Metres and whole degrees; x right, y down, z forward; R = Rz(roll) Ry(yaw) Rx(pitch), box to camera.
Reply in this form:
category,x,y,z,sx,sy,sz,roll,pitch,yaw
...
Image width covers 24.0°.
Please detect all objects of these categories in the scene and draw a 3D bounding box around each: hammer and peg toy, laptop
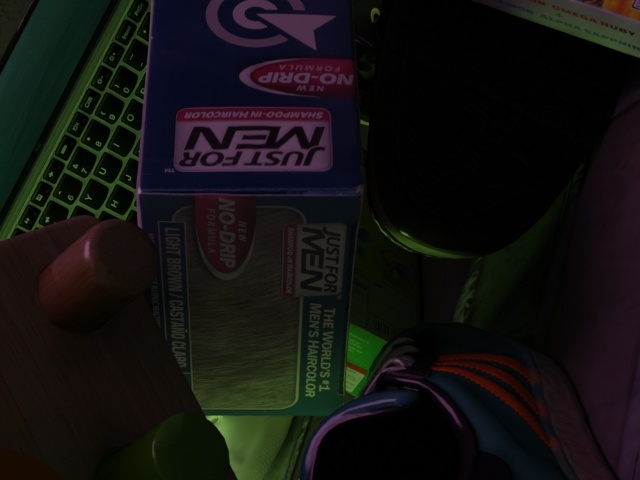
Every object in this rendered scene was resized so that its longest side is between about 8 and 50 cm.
category,x,y,z,sx,sy,sz,roll,pitch,yaw
hammer and peg toy,-0.116,0.183,0.600,0.266,0.361,0.127,-21,-9,-41
laptop,-0.122,-0.027,1.092,0.236,0.408,0.382,22,84,53

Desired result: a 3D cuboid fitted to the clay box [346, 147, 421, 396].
category,x,y,z,sx,sy,sz,roll,pitch,yaw
clay box,0.000,0.000,0.991,0.053,0.127,0.222,-54,17,28

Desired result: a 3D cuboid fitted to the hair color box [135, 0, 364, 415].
category,x,y,z,sx,sy,sz,roll,pitch,yaw
hair color box,-0.039,-0.094,0.824,0.174,0.105,0.347,93,176,-48

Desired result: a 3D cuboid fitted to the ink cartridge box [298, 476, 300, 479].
category,x,y,z,sx,sy,sz,roll,pitch,yaw
ink cartridge box,0.015,0.212,0.784,0.179,0.045,0.145,27,88,56

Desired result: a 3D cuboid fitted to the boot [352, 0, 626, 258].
category,x,y,z,sx,sy,sz,roll,pitch,yaw
boot,0.077,-0.137,0.971,0.284,0.138,0.377,140,144,-66

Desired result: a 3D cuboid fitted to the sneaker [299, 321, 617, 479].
category,x,y,z,sx,sy,sz,roll,pitch,yaw
sneaker,0.049,0.093,0.690,0.108,0.121,0.302,-60,15,8

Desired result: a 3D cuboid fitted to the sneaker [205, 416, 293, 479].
category,x,y,z,sx,sy,sz,roll,pitch,yaw
sneaker,-0.061,0.091,1.093,0.080,0.094,0.212,-31,34,59

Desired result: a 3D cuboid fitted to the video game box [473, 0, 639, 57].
category,x,y,z,sx,sy,sz,roll,pitch,yaw
video game box,0.142,-0.212,0.797,0.205,0.187,0.048,-65,-19,-13
